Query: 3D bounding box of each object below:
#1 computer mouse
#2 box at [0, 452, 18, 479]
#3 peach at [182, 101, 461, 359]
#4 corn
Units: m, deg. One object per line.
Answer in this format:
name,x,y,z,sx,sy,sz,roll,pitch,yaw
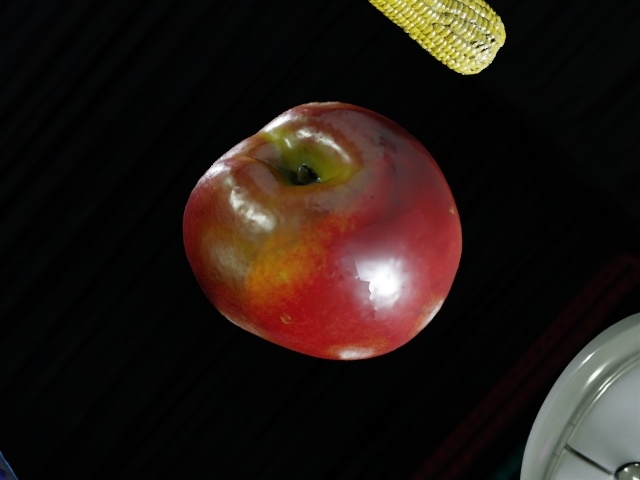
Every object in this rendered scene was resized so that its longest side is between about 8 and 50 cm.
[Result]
computer mouse,0.257,0.140,0.894,0.297,0.184,0.121,14,-153,-30
box,-0.266,0.275,0.967,0.261,0.279,0.116,57,162,-2
peach,0.003,0.002,1.381,0.243,0.243,0.199,37,-147,-41
corn,0.081,-0.224,1.443,0.203,0.072,0.072,37,-173,-23
